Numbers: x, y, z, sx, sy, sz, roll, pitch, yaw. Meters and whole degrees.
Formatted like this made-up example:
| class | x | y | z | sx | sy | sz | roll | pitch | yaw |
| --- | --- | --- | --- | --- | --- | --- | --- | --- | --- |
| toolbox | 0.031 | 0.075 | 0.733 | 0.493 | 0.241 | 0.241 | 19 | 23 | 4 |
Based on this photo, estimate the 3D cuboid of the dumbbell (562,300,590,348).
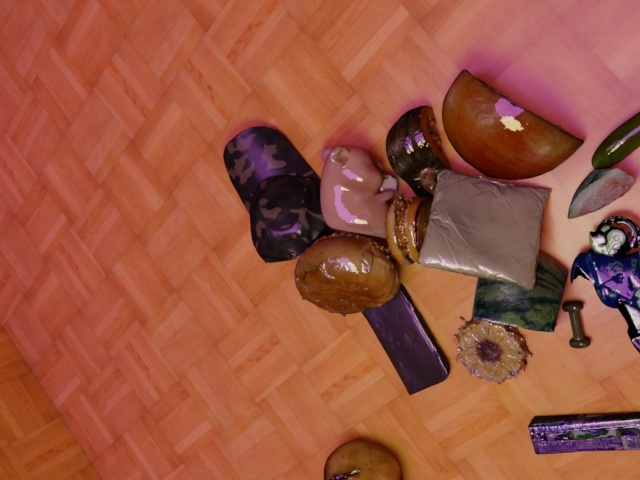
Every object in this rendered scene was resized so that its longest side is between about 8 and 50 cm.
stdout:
| class | x | y | z | sx | sy | sz | roll | pitch | yaw |
| --- | --- | --- | --- | --- | --- | --- | --- | --- | --- |
| dumbbell | 0.641 | 0.211 | 1.532 | 0.052 | 0.046 | 0.118 | -8 | 98 | 36 |

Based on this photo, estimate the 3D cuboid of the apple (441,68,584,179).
| class | x | y | z | sx | sy | sz | roll | pitch | yaw |
| --- | --- | --- | --- | --- | --- | --- | --- | --- | --- |
| apple | 0.444 | -0.271 | 1.486 | 0.346 | 0.254 | 0.179 | 37 | 74 | 16 |

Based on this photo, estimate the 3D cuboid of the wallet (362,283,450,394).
| class | x | y | z | sx | sy | sz | roll | pitch | yaw |
| --- | --- | --- | --- | --- | --- | --- | --- | --- | --- |
| wallet | 0.245 | 0.284 | 1.776 | 0.165 | 0.042 | 0.310 | -35 | 80 | 30 |

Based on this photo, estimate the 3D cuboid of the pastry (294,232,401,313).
| class | x | y | z | sx | sy | sz | roll | pitch | yaw |
| --- | --- | --- | --- | --- | --- | --- | --- | --- | --- |
| pastry | 0.076 | 0.079 | 1.712 | 0.315 | 0.284 | 0.184 | -29 | 42 | 50 |

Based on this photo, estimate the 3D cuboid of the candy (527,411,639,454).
| class | x | y | z | sx | sy | sz | roll | pitch | yaw |
| --- | --- | --- | --- | --- | --- | --- | --- | --- | --- |
| candy | 0.696 | 0.490 | 1.557 | 0.312 | 0.061 | 0.088 | -14 | 93 | 31 |

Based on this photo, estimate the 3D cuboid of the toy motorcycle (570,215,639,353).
| class | x | y | z | sx | sy | sz | roll | pitch | yaw |
| --- | --- | --- | --- | --- | --- | --- | --- | --- | --- |
| toy motorcycle | 0.715 | 0.114 | 1.430 | 0.196 | 0.125 | 0.331 | -34 | 81 | 33 |

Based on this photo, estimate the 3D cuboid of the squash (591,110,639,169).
| class | x | y | z | sx | sy | sz | roll | pitch | yaw |
| --- | --- | --- | --- | --- | --- | --- | --- | --- | --- |
| squash | 0.716 | -0.250 | 1.368 | 0.258 | 0.069 | 0.069 | -43 | 79 | 30 |

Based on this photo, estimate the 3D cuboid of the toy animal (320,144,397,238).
| class | x | y | z | sx | sy | sz | roll | pitch | yaw |
| --- | --- | --- | --- | --- | --- | --- | --- | --- | --- |
| toy animal | 0.105 | -0.132 | 1.674 | 0.212 | 0.195 | 0.257 | -1 | 95 | -9 |

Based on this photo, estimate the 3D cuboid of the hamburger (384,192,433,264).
| class | x | y | z | sx | sy | sz | roll | pitch | yaw |
| --- | --- | --- | --- | --- | --- | --- | --- | --- | --- |
| hamburger | 0.248 | -0.026 | 1.621 | 0.117 | 0.191 | 0.182 | 1 | 83 | 36 |

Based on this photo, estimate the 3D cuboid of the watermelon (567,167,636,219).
| class | x | y | z | sx | sy | sz | roll | pitch | yaw |
| --- | --- | --- | --- | --- | --- | --- | --- | --- | --- |
| watermelon | 0.651 | -0.115 | 1.440 | 0.094 | 0.081 | 0.180 | 42 | 138 | -8 |

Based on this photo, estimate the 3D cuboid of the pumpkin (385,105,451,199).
| class | x | y | z | sx | sy | sz | roll | pitch | yaw |
| --- | --- | --- | --- | --- | --- | --- | --- | --- | --- |
| pumpkin | 0.255 | -0.219 | 1.604 | 0.130 | 0.126 | 0.248 | -21 | 91 | 34 |

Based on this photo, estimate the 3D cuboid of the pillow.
| class | x | y | z | sx | sy | sz | roll | pitch | yaw |
| --- | --- | --- | --- | --- | --- | --- | --- | --- | --- |
| pillow | 0.402 | -0.031 | 1.499 | 0.280 | 0.076 | 0.275 | 13 | 68 | 10 |

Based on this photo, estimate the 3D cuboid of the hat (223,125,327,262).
| class | x | y | z | sx | sy | sz | roll | pitch | yaw |
| --- | --- | --- | --- | --- | --- | --- | --- | --- | --- |
| hat | -0.166 | -0.137 | 1.830 | 0.381 | 0.257 | 0.366 | 44 | 118 | -8 |

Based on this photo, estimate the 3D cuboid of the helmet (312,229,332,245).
| class | x | y | z | sx | sy | sz | roll | pitch | yaw |
| --- | --- | --- | --- | --- | --- | --- | --- | --- | --- |
| helmet | 0.000 | 0.000 | 1.840 | 0.111 | 0.057 | 0.089 | -22 | 132 | 36 |

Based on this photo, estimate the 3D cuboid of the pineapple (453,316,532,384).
| class | x | y | z | sx | sy | sz | roll | pitch | yaw |
| --- | --- | --- | --- | --- | --- | --- | --- | --- | --- |
| pineapple | 0.457 | 0.291 | 1.656 | 0.221 | 0.047 | 0.221 | 8 | 106 | 29 |

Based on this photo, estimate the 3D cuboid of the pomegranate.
| class | x | y | z | sx | sy | sz | roll | pitch | yaw |
| --- | --- | --- | --- | --- | --- | --- | --- | --- | --- |
| pomegranate | 0.127 | 0.736 | 1.844 | 0.260 | 0.260 | 0.261 | 7 | 105 | 28 |

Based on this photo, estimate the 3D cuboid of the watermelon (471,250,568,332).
| class | x | y | z | sx | sy | sz | roll | pitch | yaw |
| --- | --- | --- | --- | --- | --- | --- | --- | --- | --- |
| watermelon | 0.488 | 0.154 | 1.532 | 0.212 | 0.262 | 0.201 | 13 | 136 | 23 |

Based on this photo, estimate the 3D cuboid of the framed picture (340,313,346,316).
| class | x | y | z | sx | sy | sz | roll | pitch | yaw |
| --- | --- | --- | --- | --- | --- | --- | --- | --- | --- |
| framed picture | 0.052 | 0.187 | 1.886 | 0.089 | 0.006 | 0.066 | 30 | 114 | 20 |
